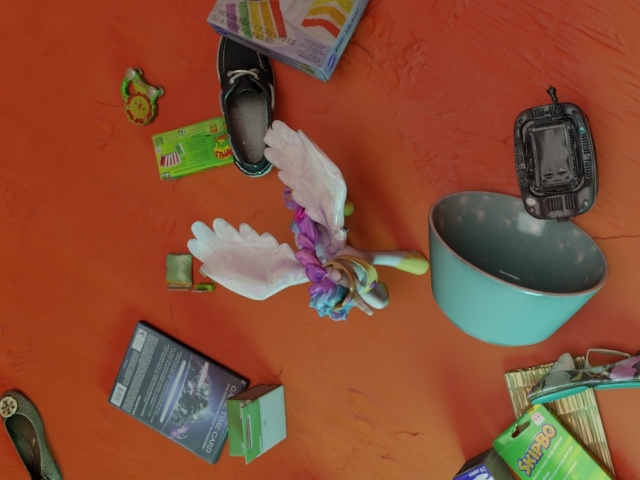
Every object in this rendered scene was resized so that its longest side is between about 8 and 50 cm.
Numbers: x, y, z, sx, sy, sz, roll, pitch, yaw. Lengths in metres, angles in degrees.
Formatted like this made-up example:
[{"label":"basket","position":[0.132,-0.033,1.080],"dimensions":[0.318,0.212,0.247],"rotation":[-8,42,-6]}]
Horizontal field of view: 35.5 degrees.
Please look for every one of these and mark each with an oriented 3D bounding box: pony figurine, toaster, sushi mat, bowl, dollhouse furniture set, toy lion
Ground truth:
[{"label":"pony figurine","position":[0.000,0.000,1.747],"dimensions":[0.351,0.363,0.303],"rotation":[39,107,14]},{"label":"toaster","position":[0.402,-0.145,1.698],"dimensions":[0.129,0.146,0.227],"rotation":[-9,91,20]},{"label":"sushi mat","position":[0.438,0.373,1.791],"dimensions":[0.151,0.019,0.317],"rotation":[-15,89,20]},{"label":"bowl","position":[0.311,0.062,1.695],"dimensions":[0.311,0.311,0.163],"rotation":[26,123,17]},{"label":"dollhouse furniture set","position":[-0.259,0.066,2.014],"dimensions":[0.151,0.058,0.076],"rotation":[0,94,21]},{"label":"toy lion","position":[-0.372,-0.290,2.049],"dimensions":[0.100,0.034,0.096],"rotation":[41,114,14]}]

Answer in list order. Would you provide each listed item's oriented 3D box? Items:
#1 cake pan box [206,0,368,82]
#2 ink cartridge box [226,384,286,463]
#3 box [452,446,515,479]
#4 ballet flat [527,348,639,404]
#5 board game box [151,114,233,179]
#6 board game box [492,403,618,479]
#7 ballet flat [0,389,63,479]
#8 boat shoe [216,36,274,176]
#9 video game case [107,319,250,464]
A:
[{"label":"cake pan box","position":[-0.049,-0.458,1.858],"dimensions":[0.266,0.070,0.246],"rotation":[27,84,17]},{"label":"ink cartridge box","position":[-0.132,0.347,1.905],"dimensions":[0.062,0.209,0.109],"rotation":[-2,93,19]},{"label":"box","position":[0.309,0.457,1.789],"dimensions":[0.072,0.126,0.137],"rotation":[-32,82,19]},{"label":"ballet flat","position":[0.461,0.229,1.731],"dimensions":[0.221,0.077,0.079],"rotation":[-10,71,2]},{"label":"board game box","position":[-0.241,-0.186,1.997],"dimensions":[0.181,0.043,0.092],"rotation":[-13,89,21]},{"label":"board game box","position":[0.434,0.417,1.767],"dimensions":[0.259,0.039,0.124],"rotation":[47,107,8]},{"label":"ballet flat","position":[-0.641,0.444,2.188],"dimensions":[0.084,0.058,0.250],"rotation":[-28,84,20]},{"label":"boat shoe","position":[-0.136,-0.275,1.903],"dimensions":[0.114,0.091,0.303],"rotation":[-12,85,-2]},{"label":"video game case","position":[-0.296,0.312,2.066],"dimensions":[0.274,0.026,0.196],"rotation":[26,103,16]}]
